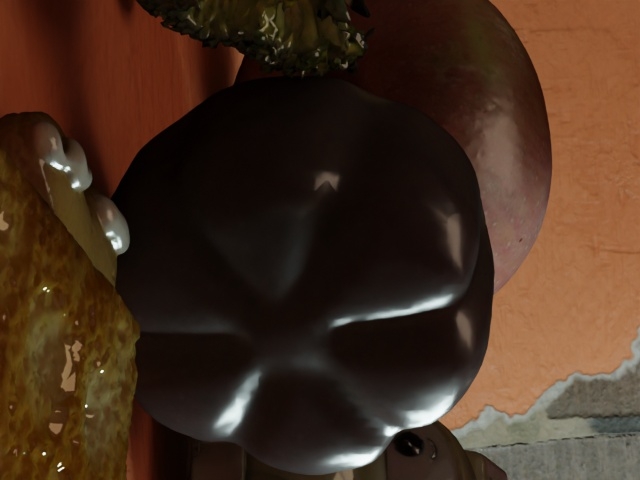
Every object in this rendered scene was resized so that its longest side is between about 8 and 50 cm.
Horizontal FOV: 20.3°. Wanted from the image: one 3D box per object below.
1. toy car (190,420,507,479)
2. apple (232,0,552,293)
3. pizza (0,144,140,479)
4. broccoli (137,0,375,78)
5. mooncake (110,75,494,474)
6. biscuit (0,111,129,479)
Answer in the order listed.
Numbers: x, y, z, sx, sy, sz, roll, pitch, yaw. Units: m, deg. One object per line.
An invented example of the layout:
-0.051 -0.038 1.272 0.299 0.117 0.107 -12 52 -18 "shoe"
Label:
0.025 0.189 1.286 0.336 0.226 0.242 78 10 -59 "toy car"
0.052 -0.078 1.486 0.235 0.306 0.305 32 52 -61 "apple"
-0.135 0.096 0.554 0.268 0.087 0.257 71 21 -64 "pizza"
0.000 -0.275 0.924 0.361 0.252 0.221 -56 -169 14 "broccoli"
-0.013 0.024 1.042 0.133 0.245 0.245 -80 165 -56 "mooncake"
-0.120 0.100 0.866 0.197 0.049 0.301 59 29 -72 "biscuit"
